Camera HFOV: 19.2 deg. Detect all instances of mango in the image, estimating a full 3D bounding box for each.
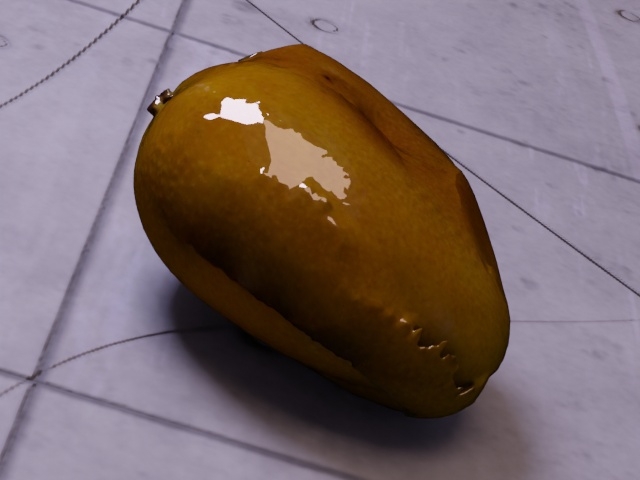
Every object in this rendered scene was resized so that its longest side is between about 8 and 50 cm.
[{"bbox_3d":[0.000,0.000,1.016,0.236,0.136,0.166,38,17,9],"label":"mango"}]
